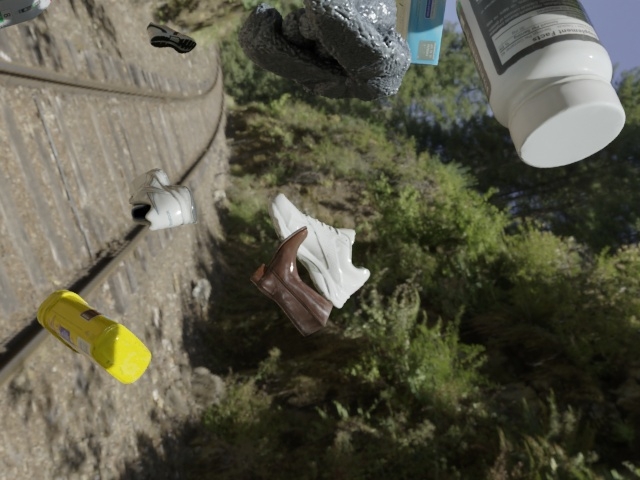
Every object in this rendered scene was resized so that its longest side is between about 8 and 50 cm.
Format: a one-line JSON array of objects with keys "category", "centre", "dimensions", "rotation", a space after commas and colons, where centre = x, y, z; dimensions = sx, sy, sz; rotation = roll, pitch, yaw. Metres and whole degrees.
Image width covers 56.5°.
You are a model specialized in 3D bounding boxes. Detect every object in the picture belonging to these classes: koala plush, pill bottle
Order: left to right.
[{"category": "koala plush", "centre": [0.037, -0.316, 0.772], "dimensions": [0.196, 0.203, 0.221], "rotation": [-7, -113, 48]}, {"category": "pill bottle", "centre": [0.379, -0.323, 1.050], "dimensions": [0.204, 0.204, 0.361], "rotation": [84, -3, -63]}]

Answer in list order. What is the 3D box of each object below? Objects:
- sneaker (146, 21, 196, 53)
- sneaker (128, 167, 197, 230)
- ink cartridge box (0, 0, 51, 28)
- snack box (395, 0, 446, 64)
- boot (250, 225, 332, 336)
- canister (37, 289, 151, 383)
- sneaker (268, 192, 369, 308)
[{"category": "sneaker", "centre": [-0.282, -0.387, 1.131], "dimensions": [0.109, 0.040, 0.044], "rotation": [-4, 62, -55]}, {"category": "sneaker", "centre": [-0.412, -0.099, 1.443], "dimensions": [0.297, 0.129, 0.111], "rotation": [22, -53, 51]}, {"category": "ink cartridge box", "centre": [-0.577, -0.534, 1.194], "dimensions": [0.056, 0.224, 0.181], "rotation": [56, -23, 16]}, {"category": "snack box", "centre": [0.159, -0.427, 1.026], "dimensions": [0.322, 0.060, 0.187], "rotation": [-91, -176, -63]}, {"category": "boot", "centre": [-0.018, 0.054, 0.770], "dimensions": [0.114, 0.106, 0.037], "rotation": [43, 7, 12]}, {"category": "canister", "centre": [-0.368, 0.157, 0.974], "dimensions": [0.170, 0.073, 0.126], "rotation": [18, -30, 37]}, {"category": "sneaker", "centre": [0.000, 0.000, 1.060], "dimensions": [0.232, 0.115, 0.090], "rotation": [53, -5, -6]}]
